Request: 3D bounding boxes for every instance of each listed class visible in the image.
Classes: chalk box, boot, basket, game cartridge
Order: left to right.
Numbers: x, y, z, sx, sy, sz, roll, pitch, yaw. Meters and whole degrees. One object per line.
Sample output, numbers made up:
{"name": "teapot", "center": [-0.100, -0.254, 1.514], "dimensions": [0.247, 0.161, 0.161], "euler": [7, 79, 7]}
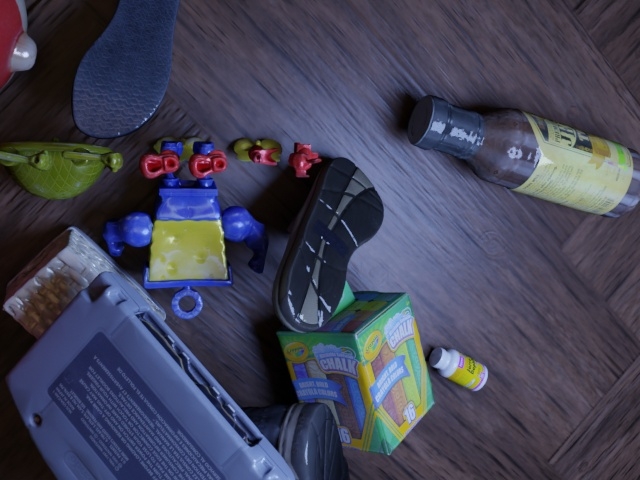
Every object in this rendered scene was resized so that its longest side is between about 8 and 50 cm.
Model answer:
{"name": "basket", "center": [-0.276, 0.082, 0.827], "dimensions": [0.113, 0.103, 0.167], "euler": [-45, 109, -5]}
{"name": "game cartridge", "center": [-0.189, 0.202, 0.723], "dimensions": [0.196, 0.060, 0.294], "euler": [-45, 80, 10]}
{"name": "boot", "center": [-0.115, 0.312, 0.875], "dimensions": [0.285, 0.138, 0.377], "euler": [4, 140, 12]}
{"name": "chalk box", "center": [0.043, 0.143, 0.897], "dimensions": [0.132, 0.132, 0.212], "euler": [-31, 111, -47]}

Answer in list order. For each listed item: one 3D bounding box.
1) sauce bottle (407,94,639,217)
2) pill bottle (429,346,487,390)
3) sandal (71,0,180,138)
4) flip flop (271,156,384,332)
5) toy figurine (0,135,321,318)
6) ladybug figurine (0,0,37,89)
{"name": "sauce bottle", "center": [0.288, -0.119, 0.965], "dimensions": [0.345, 0.111, 0.111], "euler": [13, 95, -20]}
{"name": "pill bottle", "center": [0.202, 0.187, 1.023], "dimensions": [0.083, 0.043, 0.043], "euler": [28, 90, -20]}
{"name": "sandal", "center": [-0.214, -0.228, 0.811], "dimensions": [0.097, 0.054, 0.254], "euler": [21, 74, -18]}
{"name": "flip flop", "center": [0.000, 0.000, 0.861], "dimensions": [0.112, 0.080, 0.277], "euler": [45, 48, -24]}
{"name": "toy figurine", "center": [-0.181, -0.004, 0.806], "dimensions": [0.363, 0.191, 0.217], "euler": [-2, 104, -16]}
{"name": "ladybug figurine", "center": [-0.500, -0.227, 0.636], "dimensions": [0.450, 0.161, 0.305], "euler": [8, 122, -24]}
